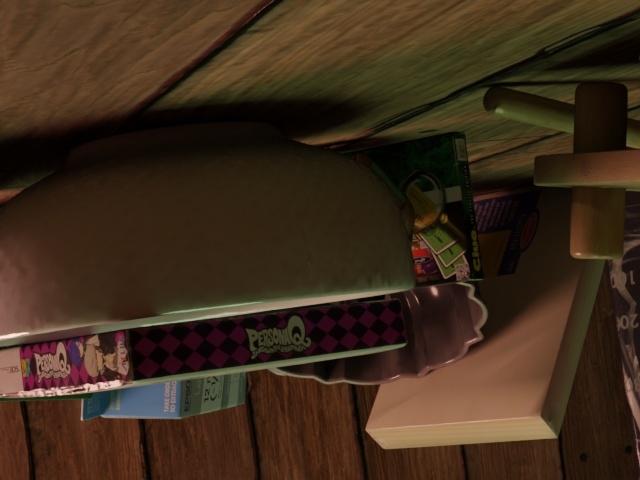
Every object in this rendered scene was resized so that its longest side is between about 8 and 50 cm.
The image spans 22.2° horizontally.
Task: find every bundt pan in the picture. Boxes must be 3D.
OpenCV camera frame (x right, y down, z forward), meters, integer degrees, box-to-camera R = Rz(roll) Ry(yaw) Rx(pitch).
[{"bbox_3d":[0.044,0.052,2.051,0.331,0.124,0.331,0,147,0],"label":"bundt pan"}]

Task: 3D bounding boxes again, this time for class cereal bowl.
[{"bbox_3d":[-0.100,-0.008,1.227,0.339,0.141,0.339,-7,178,0],"label":"cereal bowl"}]

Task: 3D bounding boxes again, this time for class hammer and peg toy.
[{"bbox_3d":[0.282,-0.042,1.121,0.266,0.127,0.361,2,180,-22],"label":"hammer and peg toy"}]

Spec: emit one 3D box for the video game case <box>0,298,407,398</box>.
[{"bbox_3d":[-0.091,0.080,1.190,0.232,0.041,0.210,-5,175,-36],"label":"video game case"}]

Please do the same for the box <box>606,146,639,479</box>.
[{"bbox_3d":[0.587,0.096,1.809,0.480,0.471,0.297,-9,177,20],"label":"box"}]

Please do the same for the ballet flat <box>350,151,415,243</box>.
[{"bbox_3d":[-0.085,-0.009,1.476,0.342,0.124,0.116,-13,-150,21],"label":"ballet flat"}]

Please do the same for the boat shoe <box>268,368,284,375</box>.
[{"bbox_3d":[-0.173,0.090,2.610,0.367,0.136,0.156,34,172,44],"label":"boat shoe"}]

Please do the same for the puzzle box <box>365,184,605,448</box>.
[{"bbox_3d":[0.238,0.092,2.179,0.272,0.409,0.052,-10,135,38],"label":"puzzle box"}]

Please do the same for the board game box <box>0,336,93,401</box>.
[{"bbox_3d":[-0.358,0.056,1.304,0.317,0.046,0.213,4,-152,-45],"label":"board game box"}]

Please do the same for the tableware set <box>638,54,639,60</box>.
[{"bbox_3d":[0.303,-0.126,1.028,0.128,0.039,0.194,2,180,43],"label":"tableware set"}]

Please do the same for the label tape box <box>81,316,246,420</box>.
[{"bbox_3d":[-0.215,0.127,2.343,0.115,0.249,0.348,4,-179,18],"label":"label tape box"}]

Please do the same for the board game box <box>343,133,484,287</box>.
[{"bbox_3d":[0.026,-0.013,1.528,0.260,0.136,0.030,-10,174,32],"label":"board game box"}]
